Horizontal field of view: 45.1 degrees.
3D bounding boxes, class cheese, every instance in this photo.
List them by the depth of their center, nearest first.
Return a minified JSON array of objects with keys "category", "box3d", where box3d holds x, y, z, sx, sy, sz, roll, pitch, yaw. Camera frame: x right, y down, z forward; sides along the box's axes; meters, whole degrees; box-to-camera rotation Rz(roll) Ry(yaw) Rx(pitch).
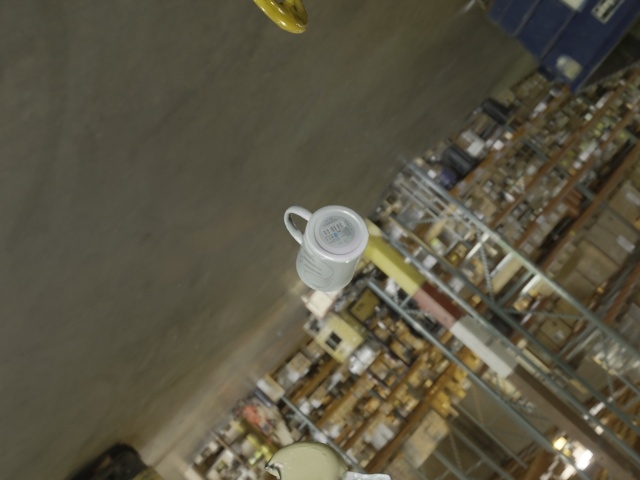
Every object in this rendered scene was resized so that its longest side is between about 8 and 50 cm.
[{"category":"cheese","box3d":[0.017,0.440,1.453,0.249,0.071,0.163,-19,-145,14]}]

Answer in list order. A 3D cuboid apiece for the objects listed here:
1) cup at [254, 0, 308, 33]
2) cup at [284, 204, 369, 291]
[{"category":"cup","box3d":[-0.100,-0.355,0.802,0.178,0.255,0.256,-63,168,18]},{"category":"cup","box3d":[0.000,0.010,1.220,0.133,0.136,0.099,110,-5,-65]}]
